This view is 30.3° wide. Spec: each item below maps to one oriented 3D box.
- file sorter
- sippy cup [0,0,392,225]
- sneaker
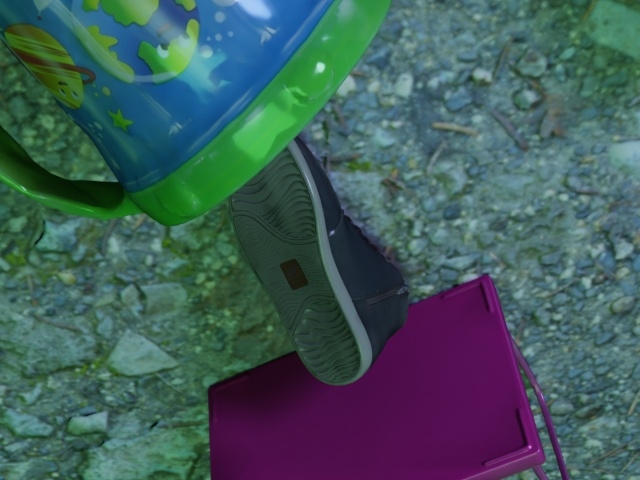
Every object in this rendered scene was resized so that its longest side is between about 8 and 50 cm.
[{"bbox_3d":[0.070,0.209,1.077,0.291,0.202,0.182,-23,130,13],"label":"file sorter"},{"bbox_3d":[-0.110,-0.165,0.759,0.224,0.240,0.305,41,77,-19],"label":"sippy cup"},{"bbox_3d":[0.000,0.000,0.990,0.083,0.118,0.222,-13,102,30],"label":"sneaker"}]
